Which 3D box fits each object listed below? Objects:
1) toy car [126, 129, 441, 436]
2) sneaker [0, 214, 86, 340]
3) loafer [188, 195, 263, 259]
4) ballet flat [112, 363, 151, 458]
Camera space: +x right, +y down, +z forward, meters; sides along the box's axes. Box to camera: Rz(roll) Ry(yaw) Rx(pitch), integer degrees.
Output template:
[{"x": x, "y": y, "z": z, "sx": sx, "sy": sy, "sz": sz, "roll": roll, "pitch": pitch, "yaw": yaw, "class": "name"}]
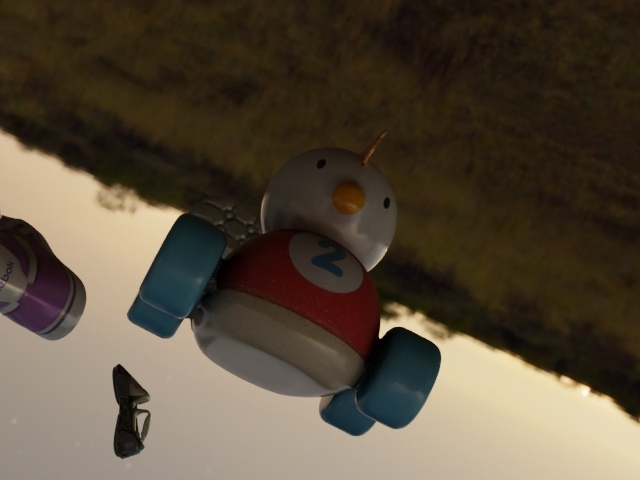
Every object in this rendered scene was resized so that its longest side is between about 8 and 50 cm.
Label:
[{"x": 0.000, "y": 0.000, "z": 0.889, "sx": 0.219, "sy": 0.238, "sz": 0.210, "roll": 28, "pitch": 163, "yaw": -7, "class": "toy car"}, {"x": -0.378, "y": 0.006, "z": 1.214, "sx": 0.161, "sy": 0.102, "sz": 0.282, "roll": 33, "pitch": 171, "yaw": -40, "class": "sneaker"}, {"x": -0.062, "y": 0.059, "z": 1.594, "sx": 0.319, "sy": 0.112, "sz": 0.111, "roll": 40, "pitch": 149, "yaw": -5, "class": "loafer"}, {"x": -0.202, "y": 0.181, "z": 1.203, "sx": 0.041, "sy": 0.041, "sz": 0.114, "roll": 25, "pitch": -140, "yaw": -35, "class": "ballet flat"}]
